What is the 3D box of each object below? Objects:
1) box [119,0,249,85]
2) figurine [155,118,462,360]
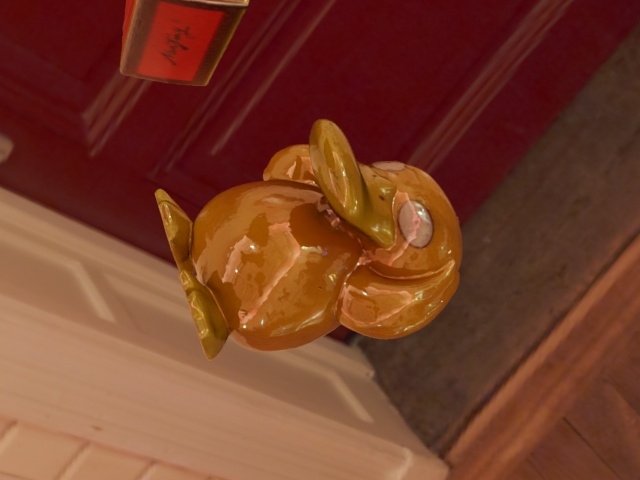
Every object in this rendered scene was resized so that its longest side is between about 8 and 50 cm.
[{"bbox_3d":[-0.085,-0.241,0.737,0.153,0.074,0.239,151,125,-68],"label":"box"},{"bbox_3d":[-0.006,0.006,0.930,0.228,0.215,0.215,-33,50,14],"label":"figurine"}]
